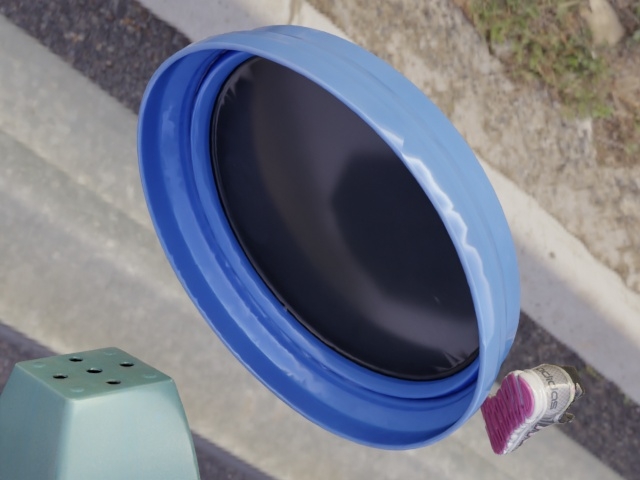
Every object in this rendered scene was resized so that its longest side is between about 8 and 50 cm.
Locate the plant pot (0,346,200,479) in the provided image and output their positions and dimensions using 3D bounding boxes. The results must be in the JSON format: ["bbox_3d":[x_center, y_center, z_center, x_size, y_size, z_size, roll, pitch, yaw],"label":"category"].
[{"bbox_3d":[-0.207,0.226,0.931,0.165,0.166,0.234,-6,107,-41],"label":"plant pot"}]

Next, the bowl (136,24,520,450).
[{"bbox_3d":[0.000,0.000,0.893,0.391,0.077,0.391,30,139,30],"label":"bowl"}]

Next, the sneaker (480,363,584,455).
[{"bbox_3d":[0.204,0.160,0.997,0.075,0.063,0.170,-11,156,-12],"label":"sneaker"}]
